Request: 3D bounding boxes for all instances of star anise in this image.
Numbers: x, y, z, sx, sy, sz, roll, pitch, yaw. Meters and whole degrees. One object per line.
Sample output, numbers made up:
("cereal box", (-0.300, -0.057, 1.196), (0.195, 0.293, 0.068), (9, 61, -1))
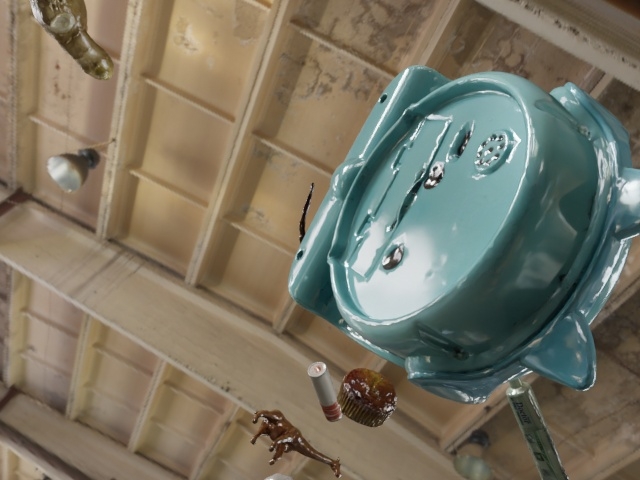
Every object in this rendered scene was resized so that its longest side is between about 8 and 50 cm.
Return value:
("star anise", (0.000, 0.000, 0.947), (0.070, 0.097, 0.191), (-1, -93, 54))

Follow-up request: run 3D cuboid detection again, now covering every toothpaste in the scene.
("toothpaste", (0.353, 0.314, 0.953), (0.064, 0.041, 0.218), (-13, -77, 60))

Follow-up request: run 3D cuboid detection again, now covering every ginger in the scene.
("ginger", (-0.343, -0.297, 0.795), (0.096, 0.067, 0.165), (55, -10, 39))

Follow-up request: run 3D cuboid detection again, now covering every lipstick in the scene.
("lipstick", (0.011, 0.292, 1.117), (0.038, 0.038, 0.131), (1, -53, 26))

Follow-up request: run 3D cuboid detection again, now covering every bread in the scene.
("bread", (0.067, 0.216, 0.815), (0.085, 0.085, 0.053), (26, -62, 8))

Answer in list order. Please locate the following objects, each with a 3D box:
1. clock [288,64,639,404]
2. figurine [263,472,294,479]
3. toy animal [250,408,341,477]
("clock", (0.092, -0.014, 0.394), (0.094, 0.224, 0.274), (27, -1, -25))
("figurine", (-0.155, 0.782, 1.431), (0.218, 0.365, 0.206), (-21, -75, 10))
("toy animal", (-0.057, 0.495, 1.397), (0.066, 0.229, 0.224), (-49, -115, 12))
